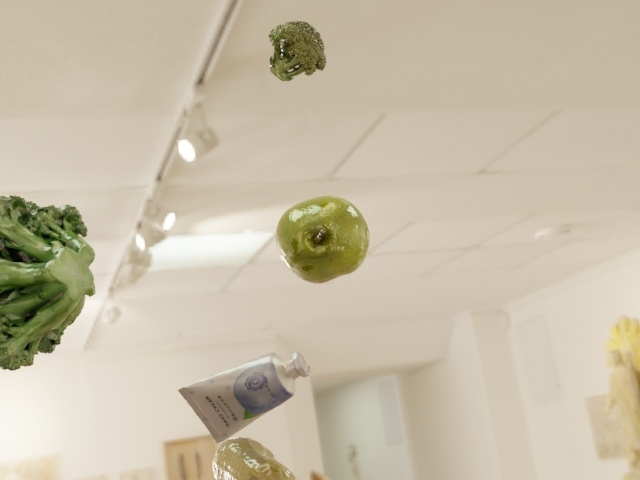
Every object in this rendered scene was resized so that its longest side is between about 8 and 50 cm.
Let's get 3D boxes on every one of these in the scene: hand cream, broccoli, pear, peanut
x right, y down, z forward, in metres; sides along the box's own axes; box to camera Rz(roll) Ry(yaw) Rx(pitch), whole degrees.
[{"bbox_3d":[-0.078,0.169,1.022,0.142,0.084,0.053,-29,20,8],"label":"hand cream"},{"bbox_3d":[-0.485,0.070,1.505,0.245,0.294,0.265,-20,-32,28],"label":"broccoli"},{"bbox_3d":[0.000,0.000,1.708,0.180,0.166,0.216,-4,2,9],"label":"pear"},{"bbox_3d":[-0.050,-0.368,1.776,0.130,0.131,0.120,30,-73,-39],"label":"broccoli"},{"bbox_3d":[-0.123,0.450,1.761,0.236,0.110,0.120,10,-30,53],"label":"peanut"}]
